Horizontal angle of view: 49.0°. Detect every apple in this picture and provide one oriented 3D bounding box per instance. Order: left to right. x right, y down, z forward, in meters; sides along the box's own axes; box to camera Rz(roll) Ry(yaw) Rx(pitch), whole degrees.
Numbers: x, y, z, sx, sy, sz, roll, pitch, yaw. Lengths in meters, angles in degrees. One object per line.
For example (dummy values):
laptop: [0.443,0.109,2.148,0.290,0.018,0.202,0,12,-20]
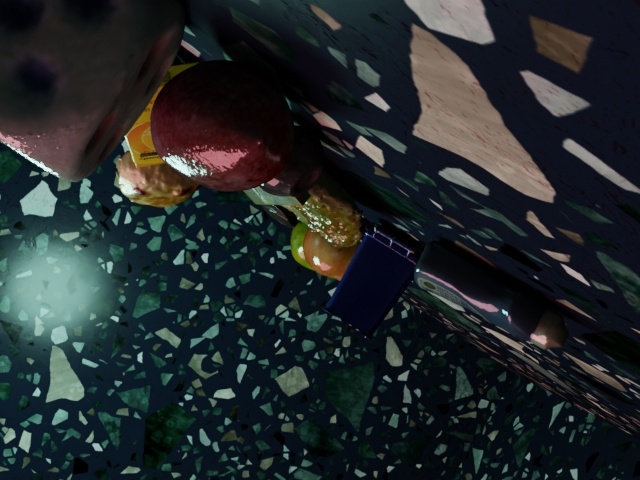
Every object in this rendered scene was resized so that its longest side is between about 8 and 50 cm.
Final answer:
apple: [0.050,0.024,1.867,0.209,0.164,0.209,31,179,1]

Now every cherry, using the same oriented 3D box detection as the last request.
cherry: [-0.120,-0.146,0.929,0.192,0.175,0.250,37,178,-26]

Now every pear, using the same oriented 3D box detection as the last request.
pear: [0.000,0.000,2.166,0.180,0.166,0.216,44,150,0]

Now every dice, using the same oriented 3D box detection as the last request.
dice: [-0.343,-0.245,0.868,0.265,0.262,0.268,34,177,-10]

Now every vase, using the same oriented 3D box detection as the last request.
vase: [-0.079,-0.153,1.109,0.183,0.120,0.120,46,-179,18]

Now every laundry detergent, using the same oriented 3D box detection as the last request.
laundry detergent: [0.316,0.104,1.284,0.290,0.094,0.143,28,169,23]

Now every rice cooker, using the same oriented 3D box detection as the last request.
rice cooker: [-0.097,-0.101,1.954,0.112,0.106,0.165,32,180,19]

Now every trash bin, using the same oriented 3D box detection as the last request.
trash bin: [0.121,0.090,1.561,0.162,0.234,0.184,33,177,15]

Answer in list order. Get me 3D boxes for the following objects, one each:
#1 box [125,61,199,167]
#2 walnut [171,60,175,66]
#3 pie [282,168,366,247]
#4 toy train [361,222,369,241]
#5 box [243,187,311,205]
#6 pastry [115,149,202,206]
box: [-0.273,-0.211,1.230,0.269,0.152,0.043,101,157,-69]
walnut: [-0.305,-0.308,1.249,0.143,0.069,0.170,32,178,-13]
pie: [-0.064,-0.116,1.379,0.371,0.078,0.296,36,168,0]
toy train: [0.066,-0.045,1.696,0.250,0.053,0.085,34,-178,-8]
box: [-0.108,-0.115,1.278,0.121,0.030,0.193,48,160,-24]
pastry: [-0.303,-0.174,1.484,0.170,0.256,0.236,17,128,12]
